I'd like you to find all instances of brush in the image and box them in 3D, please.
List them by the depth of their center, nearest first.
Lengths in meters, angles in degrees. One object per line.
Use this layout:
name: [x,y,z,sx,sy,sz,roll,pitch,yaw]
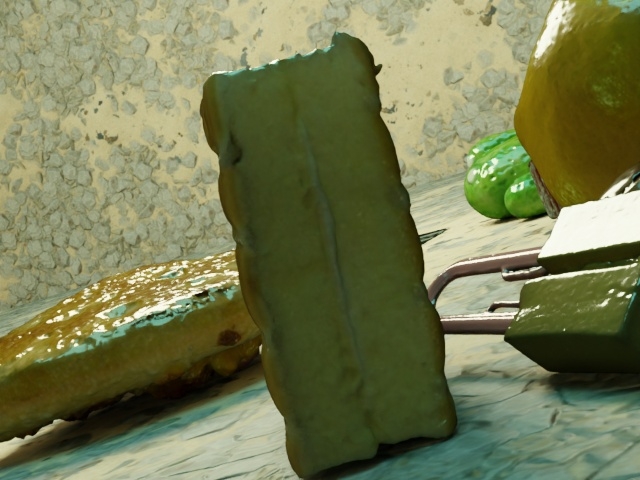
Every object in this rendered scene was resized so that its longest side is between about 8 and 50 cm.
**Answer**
brush: [0.137,0.032,0.698,0.233,0.047,0.103,-13,44,59]

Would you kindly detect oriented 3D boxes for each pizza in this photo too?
pizza: [-0.165,0.090,1.030,0.408,0.114,0.277,-19,6,-25]

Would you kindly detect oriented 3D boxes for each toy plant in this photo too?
toy plant: [0.338,-0.136,1.551,0.315,0.184,0.224,-30,26,-17]

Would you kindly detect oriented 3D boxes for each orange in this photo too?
orange: [0.294,-0.133,0.955,0.235,0.279,0.279,31,27,21]

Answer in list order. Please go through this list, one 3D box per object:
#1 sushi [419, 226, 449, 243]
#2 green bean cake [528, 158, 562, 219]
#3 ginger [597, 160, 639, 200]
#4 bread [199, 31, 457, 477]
sushi: [-0.020,0.018,1.602,0.339,0.069,0.320,-15,5,32]
green bean cake: [0.335,-0.089,1.199,0.198,0.097,0.233,-21,-6,-1]
ginger: [0.307,-0.034,0.755,0.309,0.107,0.133,-22,8,-15]
bread: [0.000,0.000,0.715,0.111,0.239,0.246,-14,2,-2]
